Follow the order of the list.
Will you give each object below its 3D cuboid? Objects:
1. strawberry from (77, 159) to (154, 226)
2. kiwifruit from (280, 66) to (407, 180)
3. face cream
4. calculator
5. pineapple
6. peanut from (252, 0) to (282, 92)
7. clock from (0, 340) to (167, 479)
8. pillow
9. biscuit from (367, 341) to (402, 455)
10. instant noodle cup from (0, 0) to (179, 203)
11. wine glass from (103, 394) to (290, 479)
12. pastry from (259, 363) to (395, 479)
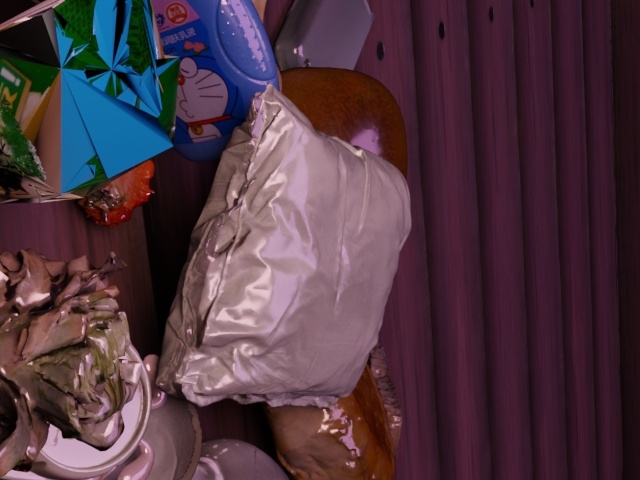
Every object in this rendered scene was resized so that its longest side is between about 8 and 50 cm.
[{"bbox_3d":[-0.195,-0.079,1.199,0.104,0.048,0.152,53,29,-44],"label":"strawberry"},{"bbox_3d":[0.001,-0.073,1.443,0.196,0.196,0.234,0,98,-65],"label":"kiwifruit"},{"bbox_3d":[-0.130,-0.204,1.195,0.264,0.149,0.083,65,28,-24],"label":"face cream"},{"bbox_3d":[0.007,-0.255,1.605,0.141,0.045,0.246,63,38,-46],"label":"calculator"},{"bbox_3d":[-0.246,0.065,0.834,0.262,0.272,0.262,3,90,-65],"label":"pineapple"},{"bbox_3d":[-0.102,-0.228,1.304,0.125,0.111,0.274,-30,124,-35],"label":"peanut"},{"bbox_3d":[-0.208,0.132,1.085,0.191,0.062,0.151,23,68,-35],"label":"clock"},{"bbox_3d":[-0.019,0.022,1.230,0.310,0.138,0.283,19,86,-61],"label":"pillow"},{"bbox_3d":[0.075,0.229,1.695,0.250,0.032,0.133,-104,-162,-71],"label":"biscuit"},{"bbox_3d":[-0.220,-0.152,0.956,0.178,0.240,0.240,74,30,-47],"label":"instant noodle cup"},{"bbox_3d":[-0.118,0.244,1.281,0.321,0.143,0.143,48,49,-59],"label":"wine glass"},{"bbox_3d":[-0.002,0.189,1.475,0.236,0.121,0.257,-90,155,-66],"label":"pastry"}]
